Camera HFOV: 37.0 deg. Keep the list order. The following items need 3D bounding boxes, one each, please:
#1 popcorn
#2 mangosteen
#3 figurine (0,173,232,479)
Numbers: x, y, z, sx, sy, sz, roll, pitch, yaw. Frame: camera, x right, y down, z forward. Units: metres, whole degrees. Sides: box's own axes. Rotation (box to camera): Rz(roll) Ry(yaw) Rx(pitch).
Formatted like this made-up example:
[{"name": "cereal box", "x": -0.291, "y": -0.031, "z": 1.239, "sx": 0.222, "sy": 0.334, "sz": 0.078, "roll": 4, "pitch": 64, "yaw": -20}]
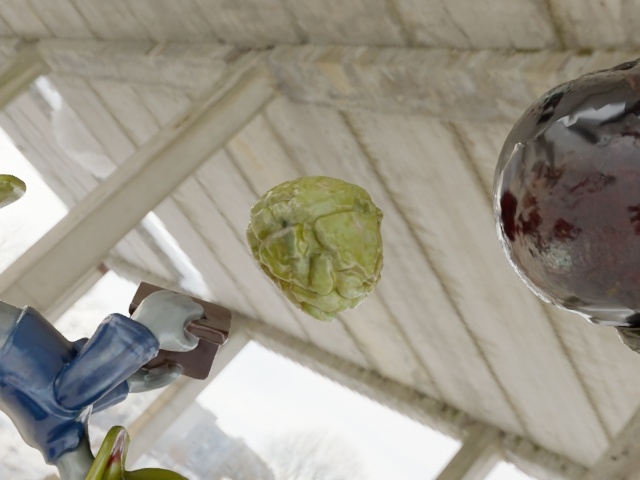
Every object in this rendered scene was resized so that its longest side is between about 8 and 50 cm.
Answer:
[{"name": "popcorn", "x": 0.000, "y": 0.000, "z": 0.797, "sx": 0.121, "sy": 0.106, "sz": 0.116, "roll": 29, "pitch": -27, "yaw": 30}, {"name": "mangosteen", "x": 0.226, "y": -0.022, "z": 0.667, "sx": 0.216, "sy": 0.216, "sz": 0.216, "roll": 37, "pitch": -21, "yaw": 17}, {"name": "figurine", "x": -0.196, "y": 0.132, "z": 0.749, "sx": 0.204, "sy": 0.283, "sz": 0.338, "roll": -33, "pitch": -111, "yaw": 52}]
